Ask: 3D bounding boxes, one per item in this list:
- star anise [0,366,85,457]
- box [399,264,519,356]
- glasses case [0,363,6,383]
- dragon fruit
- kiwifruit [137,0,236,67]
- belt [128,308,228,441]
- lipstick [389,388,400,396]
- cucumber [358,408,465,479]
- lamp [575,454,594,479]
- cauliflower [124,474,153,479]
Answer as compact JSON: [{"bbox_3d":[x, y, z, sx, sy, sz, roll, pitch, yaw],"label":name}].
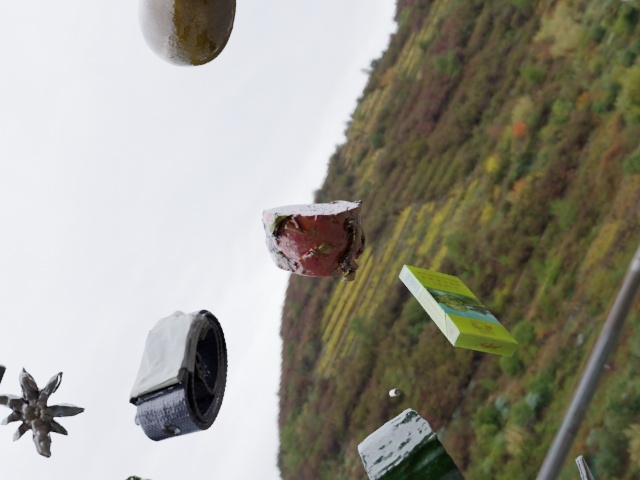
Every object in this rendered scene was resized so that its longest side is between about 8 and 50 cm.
[{"bbox_3d":[-0.721,0.438,2.033,0.093,0.229,0.236,141,123,-77],"label":"star anise"},{"bbox_3d":[0.351,0.177,2.054,0.047,0.187,0.335,-65,29,20],"label":"box"},{"bbox_3d":[-0.698,0.245,1.502,0.191,0.042,0.072,28,-106,-38],"label":"glasses case"},{"bbox_3d":[0.000,0.000,1.598,0.282,0.211,0.147,-11,-78,-53],"label":"dragon fruit"},{"bbox_3d":[-0.254,-0.452,1.520,0.196,0.196,0.234,-56,-15,-44],"label":"kiwifruit"},{"bbox_3d":[-0.237,0.221,1.314,0.230,0.126,0.139,-86,-27,-49],"label":"belt"},{"bbox_3d":[0.188,0.384,2.000,0.019,0.019,0.094,-63,-4,-13],"label":"lipstick"},{"bbox_3d":[0.167,0.392,1.305,0.130,0.191,0.191,-31,-10,3],"label":"cucumber"},{"bbox_3d":[0.733,0.509,1.881,0.283,0.124,0.203,-32,-46,3],"label":"lamp"},{"bbox_3d":[-0.364,0.554,1.391,0.272,0.250,0.275,102,-170,-45],"label":"cauliflower"}]
